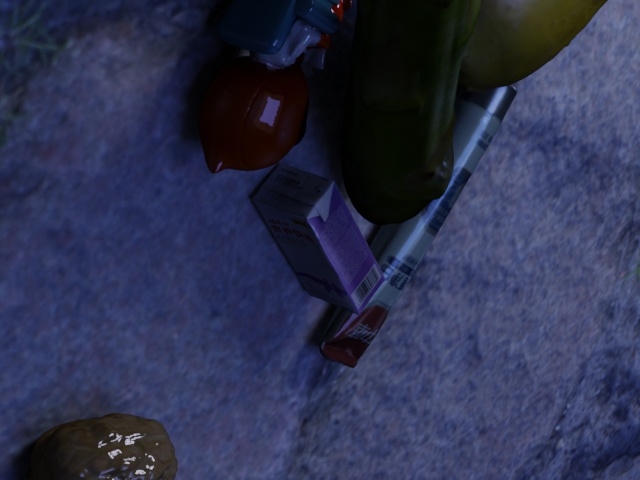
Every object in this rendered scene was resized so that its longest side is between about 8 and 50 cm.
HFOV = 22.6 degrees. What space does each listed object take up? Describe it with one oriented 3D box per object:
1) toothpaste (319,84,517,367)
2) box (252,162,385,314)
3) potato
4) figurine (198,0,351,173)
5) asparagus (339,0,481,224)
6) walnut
[{"bbox_3d":[0.069,-0.015,1.172,0.239,0.039,0.062,-60,150,1],"label":"toothpaste"},{"bbox_3d":[0.000,0.000,1.087,0.036,0.050,0.117,-55,142,-21],"label":"box"},{"bbox_3d":[0.169,-0.238,1.065,0.300,0.140,0.173,-51,149,-5],"label":"potato"},{"bbox_3d":[-0.031,-0.103,0.973,0.075,0.068,0.140,15,98,-55],"label":"figurine"},{"bbox_3d":[0.052,-0.111,0.979,0.343,0.082,0.085,90,25,-64],"label":"asparagus"},{"bbox_3d":[-0.136,0.146,0.997,0.096,0.082,0.079,-7,147,-39],"label":"walnut"}]
